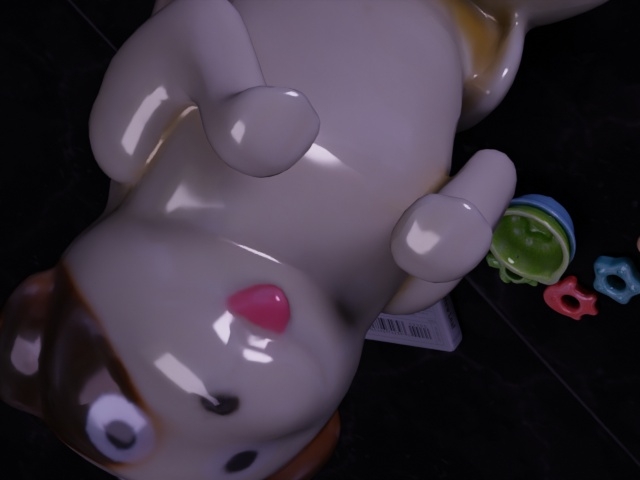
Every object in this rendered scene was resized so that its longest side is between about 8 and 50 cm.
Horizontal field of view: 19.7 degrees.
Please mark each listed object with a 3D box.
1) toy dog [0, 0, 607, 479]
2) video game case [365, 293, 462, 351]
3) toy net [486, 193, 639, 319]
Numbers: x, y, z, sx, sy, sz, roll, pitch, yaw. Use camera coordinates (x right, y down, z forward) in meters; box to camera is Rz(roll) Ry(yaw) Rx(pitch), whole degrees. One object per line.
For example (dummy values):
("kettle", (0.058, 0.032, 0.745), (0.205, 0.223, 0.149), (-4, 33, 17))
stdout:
("toy dog", (-0.052, -0.041, 1.159), (0.284, 0.408, 0.395), (32, 157, -30))
("video game case", (0.000, 0.000, 1.507), (0.212, 0.023, 0.193), (8, 133, 33))
("toy net", (0.228, 0.045, 1.361), (0.232, 0.045, 0.122), (26, 140, 13))
